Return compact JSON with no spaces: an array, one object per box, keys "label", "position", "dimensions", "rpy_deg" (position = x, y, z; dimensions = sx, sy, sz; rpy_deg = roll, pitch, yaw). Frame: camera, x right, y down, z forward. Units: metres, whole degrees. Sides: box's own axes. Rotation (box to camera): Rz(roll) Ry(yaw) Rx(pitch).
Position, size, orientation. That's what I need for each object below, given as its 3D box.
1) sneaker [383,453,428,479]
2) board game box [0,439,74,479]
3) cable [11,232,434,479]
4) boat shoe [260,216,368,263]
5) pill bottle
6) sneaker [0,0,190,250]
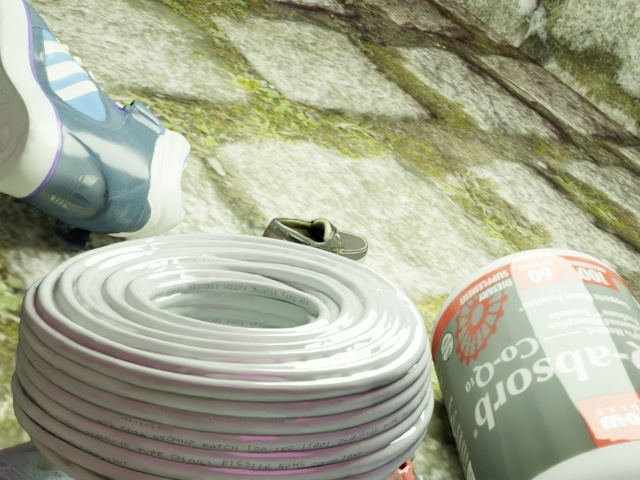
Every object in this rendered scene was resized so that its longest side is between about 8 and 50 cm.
[{"label":"sneaker","position":[-0.035,0.154,0.640],"dimensions":[0.276,0.097,0.135],"rpy_deg":[42,33,27]},{"label":"board game box","position":[-0.102,0.177,0.342],"dimensions":[0.390,0.050,0.390],"rpy_deg":[20,19,39]},{"label":"cable","position":[-0.054,0.068,0.501],"dimensions":[0.257,0.089,0.257],"rpy_deg":[-3,18,-36]},{"label":"boat shoe","position":[0.000,0.000,0.948],"dimensions":[0.152,0.049,0.056],"rpy_deg":[1,39,-38]},{"label":"pill bottle","position":[0.228,0.188,0.682],"dimensions":[0.210,0.210,0.363],"rpy_deg":[17,32,-17]},{"label":"sneaker","position":[-0.259,-0.127,0.860],"dimensions":[0.236,0.130,0.323],"rpy_deg":[23,26,-48]}]
